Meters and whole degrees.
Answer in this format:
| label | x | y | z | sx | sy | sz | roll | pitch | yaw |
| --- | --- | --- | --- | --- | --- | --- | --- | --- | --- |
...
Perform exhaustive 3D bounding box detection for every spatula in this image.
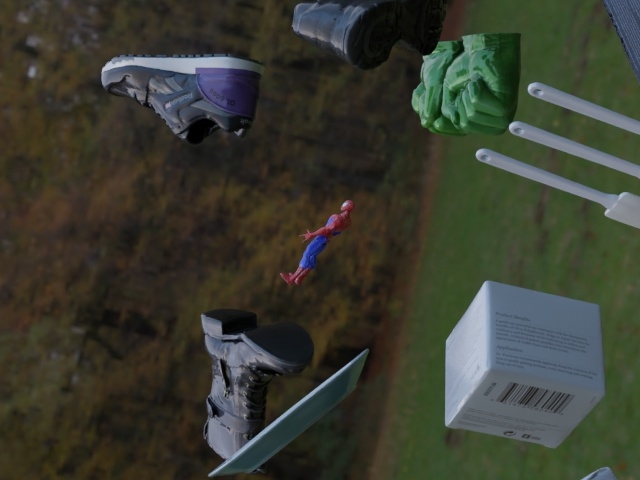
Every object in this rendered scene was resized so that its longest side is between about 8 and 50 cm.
| label | x | y | z | sx | sy | sz | roll | pitch | yaw |
| --- | --- | --- | --- | --- | --- | --- | --- | --- | --- |
| spatula | 0.295 | -0.085 | 1.410 | 0.168 | 0.242 | 0.019 | 123 | 165 | -55 |

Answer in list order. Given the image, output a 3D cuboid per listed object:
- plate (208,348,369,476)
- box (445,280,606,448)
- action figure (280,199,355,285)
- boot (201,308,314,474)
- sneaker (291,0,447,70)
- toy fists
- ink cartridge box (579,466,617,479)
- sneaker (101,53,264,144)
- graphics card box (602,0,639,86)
| label | x | y | z | sx | sy | sz | roll | pitch | yaw |
| --- | --- | --- | --- | --- | --- | --- | --- | --- | --- |
| plate | -0.023 | 0.165 | 1.278 | 0.188 | 0.024 | 0.188 | -39 | -3 | -3 |
| box | 0.161 | 0.100 | 1.115 | 0.102 | 0.101 | 0.087 | 116 | 162 | -52 |
| action figure | 0.000 | 0.000 | 1.549 | 0.115 | 0.030 | 0.038 | -48 | -22 | 16 |
| boot | -0.092 | 0.229 | 2.008 | 0.263 | 0.091 | 0.229 | 17 | 112 | 55 |
| sneaker | 0.070 | -0.295 | 1.789 | 0.286 | 0.130 | 0.109 | -20 | -54 | -56 |
| toy fists | 0.208 | -0.221 | 2.020 | 0.279 | 0.096 | 0.142 | -171 | 78 | -71 |
| ink cartridge box | 0.327 | 0.391 | 1.599 | 0.056 | 0.225 | 0.181 | -24 | -14 | -34 |
| sneaker | -0.216 | -0.205 | 2.048 | 0.107 | 0.283 | 0.124 | 11 | -96 | -55 |
| graphics card box | 0.508 | -0.291 | 1.558 | 0.371 | 0.094 | 0.233 | -36 | 64 | 37 |
